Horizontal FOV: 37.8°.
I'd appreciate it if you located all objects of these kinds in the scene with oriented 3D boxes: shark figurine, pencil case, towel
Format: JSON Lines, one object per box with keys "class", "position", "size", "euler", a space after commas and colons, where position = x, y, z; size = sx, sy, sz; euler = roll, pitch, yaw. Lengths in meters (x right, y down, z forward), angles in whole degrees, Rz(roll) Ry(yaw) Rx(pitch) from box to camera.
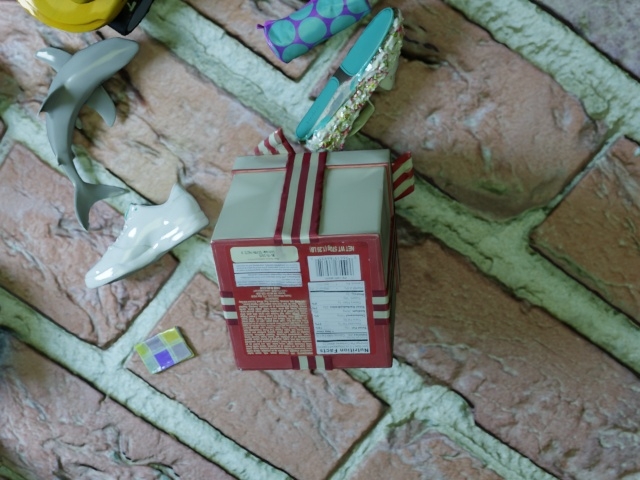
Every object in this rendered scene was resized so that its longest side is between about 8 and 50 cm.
{"class": "shark figurine", "position": [-0.366, -0.167, 1.343], "size": [0.166, 0.116, 0.278], "euler": [17, 113, 7]}
{"class": "pencil case", "position": [-0.008, -0.310, 1.303], "size": [0.152, 0.064, 0.070], "euler": [-31, 118, 12]}
{"class": "towel", "position": [-0.250, 0.176, 1.496], "size": [0.083, 0.009, 0.060], "euler": [-24, 105, 10]}

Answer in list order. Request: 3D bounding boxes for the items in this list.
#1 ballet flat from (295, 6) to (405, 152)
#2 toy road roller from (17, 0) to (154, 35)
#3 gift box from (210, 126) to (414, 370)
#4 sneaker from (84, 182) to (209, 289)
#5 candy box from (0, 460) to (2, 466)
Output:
{"class": "ballet flat", "position": [0.055, -0.218, 1.328], "size": [0.077, 0.091, 0.241], "euler": [26, 114, -30]}
{"class": "toy road roller", "position": [-0.276, -0.421, 1.195], "size": [0.202, 0.240, 0.329], "euler": [34, 106, -7]}
{"class": "gift box", "position": [0.000, 0.000, 1.292], "size": [0.255, 0.258, 0.276], "euler": [2, 122, 5]}
{"class": "sneaker", "position": [-0.277, -0.008, 1.417], "size": [0.212, 0.080, 0.094], "euler": [-32, 90, 5]}
{"class": "candy box", "position": [-0.643, 0.413, 1.433], "size": [0.183, 0.316, 0.087], "euler": [-17, 104, 9]}
